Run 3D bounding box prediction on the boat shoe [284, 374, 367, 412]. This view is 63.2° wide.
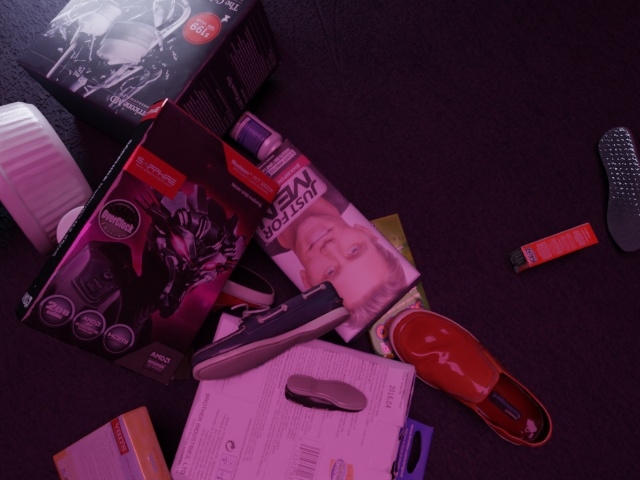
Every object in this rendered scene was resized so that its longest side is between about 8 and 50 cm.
[{"bbox_3d":[0.007,0.239,0.788,0.125,0.038,0.046,12,32,-3],"label":"boat shoe"}]

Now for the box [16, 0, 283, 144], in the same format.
[{"bbox_3d":[-0.309,-0.338,0.983,0.344,0.179,0.312,28,77,19],"label":"box"}]

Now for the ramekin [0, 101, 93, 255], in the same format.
[{"bbox_3d":[-0.506,-0.116,0.918,0.127,0.273,0.272,-35,78,-23],"label":"ramekin"}]

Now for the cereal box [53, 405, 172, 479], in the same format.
[{"bbox_3d":[-0.325,0.382,0.820,0.240,0.047,0.172,-33,75,32],"label":"cereal box"}]

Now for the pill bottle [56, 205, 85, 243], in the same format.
[{"bbox_3d":[-0.366,0.013,0.902,0.118,0.215,0.117,0,75,-1],"label":"pill bottle"}]

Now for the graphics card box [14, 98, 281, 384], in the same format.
[{"bbox_3d":[-0.246,0.002,0.793,0.233,0.094,0.370,38,74,-32],"label":"graphics card box"}]

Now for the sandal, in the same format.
[{"bbox_3d":[0.613,-0.103,1.017,0.055,0.097,0.254,8,74,-26],"label":"sandal"}]

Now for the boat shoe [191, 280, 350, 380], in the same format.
[{"bbox_3d":[-0.078,0.131,0.787,0.255,0.095,0.079,-22,67,-18],"label":"boat shoe"}]

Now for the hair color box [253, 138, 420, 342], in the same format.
[{"bbox_3d":[0.000,0.000,0.944,0.174,0.105,0.347,-43,76,-1],"label":"hair color box"}]

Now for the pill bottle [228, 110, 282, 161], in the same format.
[{"bbox_3d":[-0.119,-0.199,1.038,0.120,0.067,0.067,38,78,9],"label":"pill bottle"}]

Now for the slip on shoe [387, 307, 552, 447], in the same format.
[{"bbox_3d":[0.260,0.233,0.894,0.331,0.101,0.123,40,82,2],"label":"slip on shoe"}]

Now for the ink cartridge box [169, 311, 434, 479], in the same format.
[{"bbox_3d":[-0.008,0.307,0.862,0.396,0.151,0.269,14,74,5],"label":"ink cartridge box"}]

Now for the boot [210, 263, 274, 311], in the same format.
[{"bbox_3d":[-0.220,0.122,0.954,0.245,0.088,0.176,18,107,-18],"label":"boot"}]

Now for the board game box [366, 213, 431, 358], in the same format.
[{"bbox_3d":[0.126,0.087,0.984,0.124,0.039,0.259,-16,73,-4],"label":"board game box"}]

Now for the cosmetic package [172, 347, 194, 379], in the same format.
[{"bbox_3d":[-0.256,0.210,0.903,0.041,0.115,0.060,4,76,1],"label":"cosmetic package"}]

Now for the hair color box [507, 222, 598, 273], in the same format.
[{"bbox_3d":[0.439,0.016,0.988,0.141,0.072,0.043,-19,76,-5],"label":"hair color box"}]
